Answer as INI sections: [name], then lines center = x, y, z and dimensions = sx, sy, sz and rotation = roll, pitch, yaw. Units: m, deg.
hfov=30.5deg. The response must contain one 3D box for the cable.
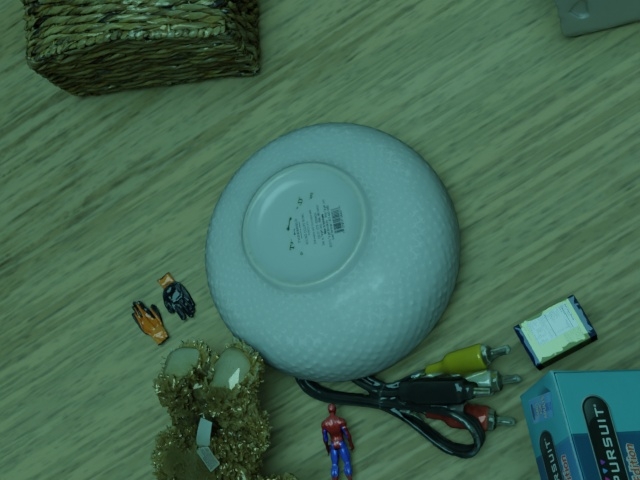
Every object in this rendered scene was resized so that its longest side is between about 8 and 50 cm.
[cable]
center = 0.110, 0.199, 1.499
dimensions = 0.287, 0.072, 0.139
rotation = -1, 97, 26

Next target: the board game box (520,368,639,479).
[board game box]
center = 0.405, 0.266, 1.268
dimensions = 0.336, 0.079, 0.253
rotation = 1, 61, -20

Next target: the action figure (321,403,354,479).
[action figure]
center = 0.023, 0.265, 1.501
dimensions = 0.038, 0.030, 0.115
rotation = -9, 93, 17

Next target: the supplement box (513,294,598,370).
[supplement box]
center = 0.289, 0.114, 1.439
dimensions = 0.083, 0.083, 0.056
rotation = -30, 75, 8

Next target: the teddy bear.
[teddy bear]
center = -0.123, 0.284, 1.481
dimensions = 0.245, 0.113, 0.338
rotation = -22, 79, 31

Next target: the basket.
[basket]
center = -0.246, -0.338, 1.583
dimensions = 0.299, 0.213, 0.223
rotation = -5, 80, 13

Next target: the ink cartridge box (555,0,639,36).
[ink cartridge box]
center = 0.331, -0.423, 1.458
dimensions = 0.117, 0.207, 0.283
rotation = -9, 79, 14

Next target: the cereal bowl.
[cereal bowl]
center = 0.000, 0.000, 1.478
dimensions = 0.339, 0.141, 0.339
rotation = -6, 70, 18

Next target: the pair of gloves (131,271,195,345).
[pair of gloves]
center = -0.215, 0.094, 1.606
dimensions = 0.083, 0.010, 0.074
rotation = -41, 72, 1
